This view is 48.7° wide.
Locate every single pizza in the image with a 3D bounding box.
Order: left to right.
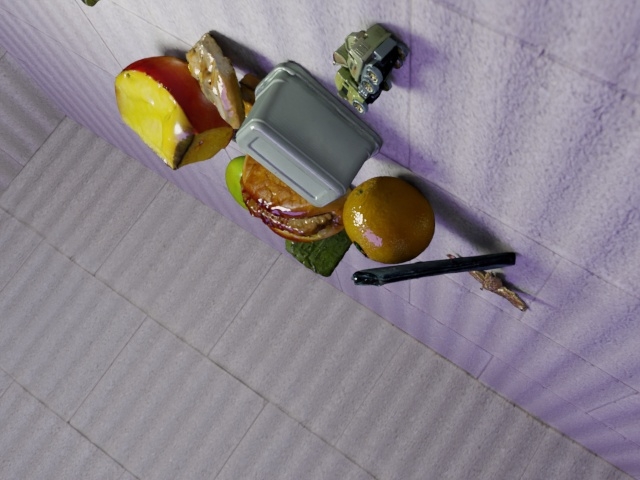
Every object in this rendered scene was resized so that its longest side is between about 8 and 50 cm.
[{"bbox_3d":[-0.273,-0.416,1.750,0.297,0.071,0.189,57,163,34],"label":"pizza"},{"bbox_3d":[-0.106,-0.308,1.838,0.323,0.089,0.223,43,160,-24],"label":"pizza"}]

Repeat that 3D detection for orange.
[{"bbox_3d":[0.172,-0.049,1.776,0.236,0.236,0.236,34,168,8],"label":"orange"}]

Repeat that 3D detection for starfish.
[{"bbox_3d":[0.485,0.120,1.987,0.295,0.048,0.231,38,178,-4],"label":"starfish"}]

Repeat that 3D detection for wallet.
[{"bbox_3d":[0.284,0.072,1.776,0.379,0.046,0.191,-6,178,-16],"label":"wallet"}]

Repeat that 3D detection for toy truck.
[{"bbox_3d":[0.078,-0.321,1.290,0.116,0.085,0.191,44,166,4],"label":"toy truck"}]

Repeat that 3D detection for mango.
[{"bbox_3d":[-0.250,-0.208,2.481,0.185,0.149,0.273,37,164,26],"label":"mango"}]

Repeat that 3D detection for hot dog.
[{"bbox_3d":[-0.092,-0.129,2.179,0.405,0.223,0.185,29,170,29],"label":"hot dog"}]

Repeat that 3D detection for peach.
[{"bbox_3d":[-0.395,-0.376,2.014,0.380,0.242,0.306,44,146,29],"label":"peach"}]

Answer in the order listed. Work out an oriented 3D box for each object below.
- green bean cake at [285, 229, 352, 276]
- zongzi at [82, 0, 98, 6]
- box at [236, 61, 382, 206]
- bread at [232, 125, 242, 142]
[{"bbox_3d":[0.000,0.000,2.454,0.200,0.214,0.113,40,173,-24],"label":"green bean cake"},{"bbox_3d":[-0.611,-0.667,1.942,0.113,0.052,0.104,21,174,5],"label":"zongzi"},{"bbox_3d":[-0.038,-0.228,1.629,0.312,0.182,0.175,38,148,-16],"label":"box"},{"bbox_3d":[-0.265,-0.348,2.175,0.117,0.064,0.156,18,161,51],"label":"bread"}]
